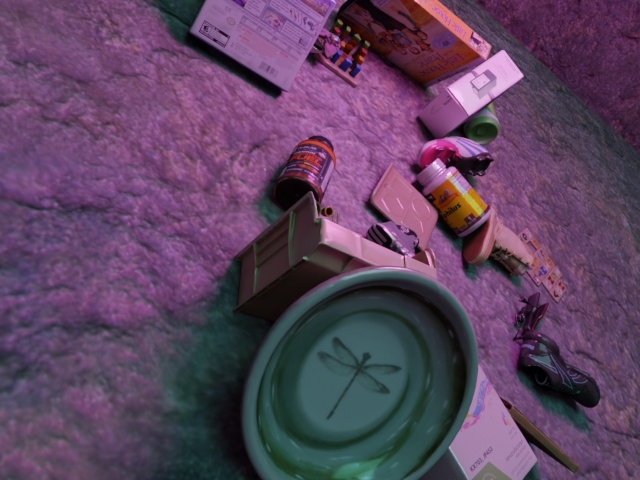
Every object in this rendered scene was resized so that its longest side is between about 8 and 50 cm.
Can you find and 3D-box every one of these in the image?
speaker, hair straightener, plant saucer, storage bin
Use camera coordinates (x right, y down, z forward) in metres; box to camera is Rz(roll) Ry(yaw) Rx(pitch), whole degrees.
[{"bbox_3d":[0.569,-0.484,1.945,0.131,0.131,0.296,26,45,-26],"label":"speaker"},{"bbox_3d":[0.571,0.203,1.487,0.089,0.047,0.230,52,45,3],"label":"hair straightener"},{"bbox_3d":[0.060,0.223,0.842,0.401,0.400,0.100,25,2,-26],"label":"plant saucer"},{"bbox_3d":[0.024,0.062,0.930,0.262,0.260,0.123,24,50,-28],"label":"storage bin"}]

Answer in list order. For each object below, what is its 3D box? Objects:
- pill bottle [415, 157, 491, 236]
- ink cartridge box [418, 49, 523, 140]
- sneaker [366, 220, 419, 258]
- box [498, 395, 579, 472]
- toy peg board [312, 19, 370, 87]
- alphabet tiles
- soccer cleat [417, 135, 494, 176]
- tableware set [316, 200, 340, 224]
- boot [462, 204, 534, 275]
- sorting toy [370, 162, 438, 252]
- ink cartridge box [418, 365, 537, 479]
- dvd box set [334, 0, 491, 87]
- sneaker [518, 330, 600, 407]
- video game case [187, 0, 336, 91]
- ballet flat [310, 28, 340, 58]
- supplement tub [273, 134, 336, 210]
[{"bbox_3d":[0.365,-0.122,1.487,0.215,0.117,0.117,49,40,0],"label":"pill bottle"},{"bbox_3d":[0.477,-0.460,1.710,0.273,0.198,0.114,-36,89,-21],"label":"ink cartridge box"},{"bbox_3d":[0.216,0.041,1.254,0.132,0.086,0.228,-24,77,-51],"label":"sneaker"},{"bbox_3d":[0.431,0.394,1.139,0.201,0.164,0.021,42,84,-8],"label":"box"},{"bbox_3d":[0.072,-0.572,1.600,0.161,0.079,0.160,30,44,-21],"label":"toy peg board"},{"bbox_3d":[0.707,0.081,1.723,0.198,0.009,0.237,-26,78,-49],"label":"alphabet tiles"},{"bbox_3d":[0.390,-0.264,1.646,0.331,0.116,0.143,0,38,-40],"label":"soccer cleat"},{"bbox_3d":[0.000,0.000,1.084,0.104,0.024,0.154,14,80,-35],"label":"tableware set"},{"bbox_3d":[0.512,0.034,1.521,0.203,0.095,0.262,44,36,-8],"label":"boot"},{"bbox_3d":[0.220,-0.083,1.394,0.208,0.038,0.193,46,40,-11],"label":"sorting toy"},{"bbox_3d":[0.232,0.318,1.021,0.207,0.119,0.353,-19,73,-45],"label":"ink cartridge box"},{"bbox_3d":[0.290,-0.669,1.715,0.421,0.308,0.062,29,76,-24],"label":"dvd box set"},{"bbox_3d":[0.606,0.355,1.374,0.267,0.101,0.106,42,60,-7],"label":"sneaker"},{"bbox_3d":[-0.137,-0.530,1.266,0.270,0.244,0.061,26,9,-26],"label":"video game case"},{"bbox_3d":[-0.046,-0.589,1.508,0.221,0.077,0.079,38,77,9],"label":"ballet flat"},{"bbox_3d":[-0.027,-0.151,1.167,0.106,0.106,0.197,36,41,-15],"label":"supplement tub"}]
